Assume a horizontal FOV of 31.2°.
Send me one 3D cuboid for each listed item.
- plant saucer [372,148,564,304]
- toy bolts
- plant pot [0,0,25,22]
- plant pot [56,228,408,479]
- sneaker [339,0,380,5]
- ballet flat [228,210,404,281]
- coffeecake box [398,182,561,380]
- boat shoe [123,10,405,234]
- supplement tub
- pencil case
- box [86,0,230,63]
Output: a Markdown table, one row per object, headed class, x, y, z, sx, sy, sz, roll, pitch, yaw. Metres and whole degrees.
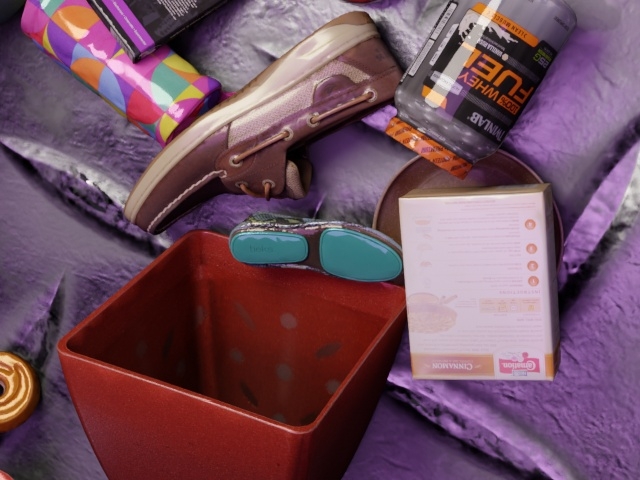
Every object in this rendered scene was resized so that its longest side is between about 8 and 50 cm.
| class | x | y | z | sx | sy | sz | roll | pitch | yaw |
| --- | --- | --- | --- | --- | --- | --- | --- | --- | --- |
| plant saucer | 0.153 | -0.004 | 1.186 | 0.198 | 0.036 | 0.198 | 4 | 102 | 18 |
| toy bolts | -0.424 | 0.267 | 1.412 | 0.218 | 0.158 | 0.228 | -29 | 78 | -18 |
| plant pot | -0.474 | -0.328 | 1.135 | 0.341 | 0.334 | 0.341 | 8 | 105 | 30 |
| plant pot | -0.082 | 0.176 | 1.185 | 0.267 | 0.267 | 0.236 | 15 | 122 | 20 |
| sneaker | -0.017 | -0.357 | 1.131 | 0.107 | 0.118 | 0.279 | -26 | 91 | 22 |
| ballet flat | 0.000 | 0.000 | 1.198 | 0.188 | 0.070 | 0.070 | 9 | 103 | 7 |
| coffeecake box | 0.159 | 0.041 | 1.136 | 0.142 | 0.068 | 0.185 | -2 | 100 | 19 |
| boat shoe | -0.057 | -0.092 | 1.199 | 0.342 | 0.123 | 0.123 | -36 | 86 | 15 |
| supplement tub | 0.149 | -0.161 | 1.098 | 0.117 | 0.117 | 0.190 | 32 | 98 | 10 |
| pencil case | -0.212 | -0.194 | 1.244 | 0.236 | 0.104 | 0.104 | 39 | 110 | 6 |
| box | -0.163 | -0.275 | 1.200 | 0.162 | 0.029 | 0.116 | -36 | 87 | -14 |
